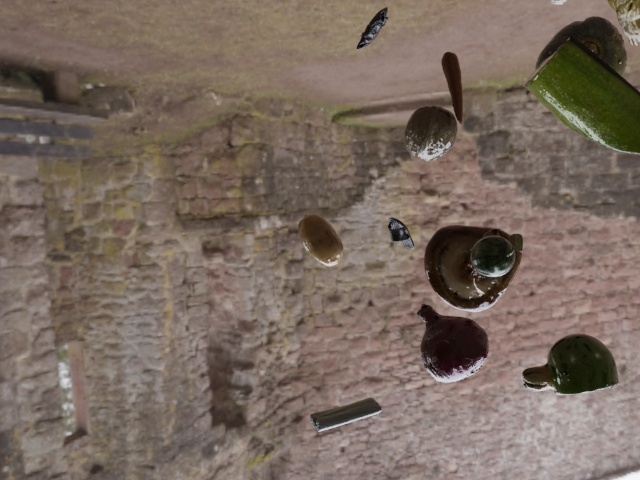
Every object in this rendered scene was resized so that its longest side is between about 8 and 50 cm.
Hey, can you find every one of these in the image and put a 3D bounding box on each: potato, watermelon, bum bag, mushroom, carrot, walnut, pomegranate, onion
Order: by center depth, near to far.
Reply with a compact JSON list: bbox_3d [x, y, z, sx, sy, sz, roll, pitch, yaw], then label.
[{"bbox_3d":[0.394,0.037,1.386,0.109,0.108,0.109,-3,-175,0],"label":"watermelon"},{"bbox_3d":[0.133,-0.535,1.545,0.124,0.034,0.058,-49,176,26],"label":"bum bag"},{"bbox_3d":[0.337,0.251,1.587,0.195,0.218,0.140,-19,163,-36],"label":"onion"},{"bbox_3d":[0.356,-0.405,1.618,0.048,0.216,0.048,-5,162,-2],"label":"carrot"},{"bbox_3d":[0.301,-0.294,1.670,0.140,0.140,0.162,-4,152,-6],"label":"walnut"},{"bbox_3d":[0.702,0.350,1.724,0.190,0.159,0.241,1,161,-46],"label":"pomegranate"},{"bbox_3d":[0.000,0.000,1.835,0.109,0.178,0.118,-35,166,-9],"label":"potato"},{"bbox_3d":[0.530,0.082,2.166,0.346,0.345,0.260,-2,-175,16],"label":"mushroom"}]

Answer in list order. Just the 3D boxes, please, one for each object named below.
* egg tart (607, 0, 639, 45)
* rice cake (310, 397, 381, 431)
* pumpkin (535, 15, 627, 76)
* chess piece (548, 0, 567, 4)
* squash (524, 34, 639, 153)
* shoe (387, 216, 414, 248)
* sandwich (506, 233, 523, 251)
[{"bbox_3d":[0.612,-0.507,1.127,0.295,0.294,0.116,-6,-160,-34],"label":"egg tart"},{"bbox_3d":[0.080,0.553,1.942,0.222,0.042,0.080,-12,-167,-12],"label":"rice cake"},{"bbox_3d":[0.932,-0.624,2.171,0.328,0.291,0.257,-38,176,-8],"label":"pumpkin"},{"bbox_3d":[0.579,-0.655,1.527,0.094,0.170,0.094,1,141,1],"label":"chess piece"},{"bbox_3d":[0.473,-0.218,1.037,0.252,0.093,0.169,41,-171,2],"label":"squash"},{"bbox_3d":[0.267,-0.010,2.054,0.062,0.053,0.159,14,152,44],"label":"shoe"},{"bbox_3d":[0.599,-0.001,1.871,0.031,0.043,0.083,4,-157,-10],"label":"sandwich"}]
